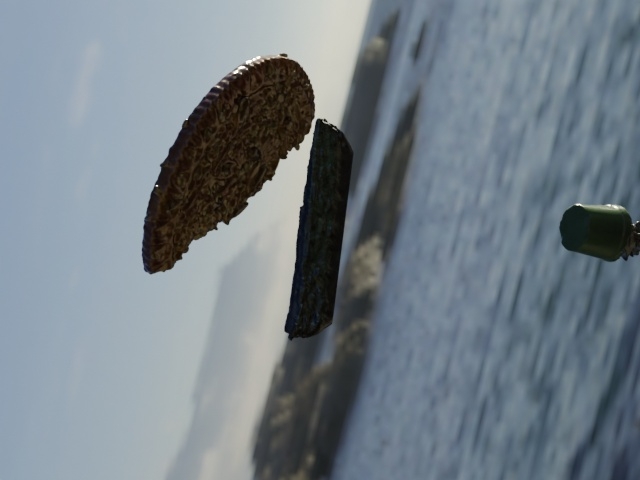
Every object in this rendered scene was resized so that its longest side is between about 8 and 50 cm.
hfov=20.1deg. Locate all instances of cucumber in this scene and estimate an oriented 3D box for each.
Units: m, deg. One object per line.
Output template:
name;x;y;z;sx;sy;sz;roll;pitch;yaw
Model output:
cucumber;0.000;0.000;1.695;0.070;0.046;0.220;95;-176;-69

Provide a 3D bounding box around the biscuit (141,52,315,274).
biscuit;-0.065;-0.068;1.323;0.206;0.025;0.126;-48;-27;-33

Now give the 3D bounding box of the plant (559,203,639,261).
plant;0.252;-0.005;1.508;0.051;0.102;0.051;-25;62;59
